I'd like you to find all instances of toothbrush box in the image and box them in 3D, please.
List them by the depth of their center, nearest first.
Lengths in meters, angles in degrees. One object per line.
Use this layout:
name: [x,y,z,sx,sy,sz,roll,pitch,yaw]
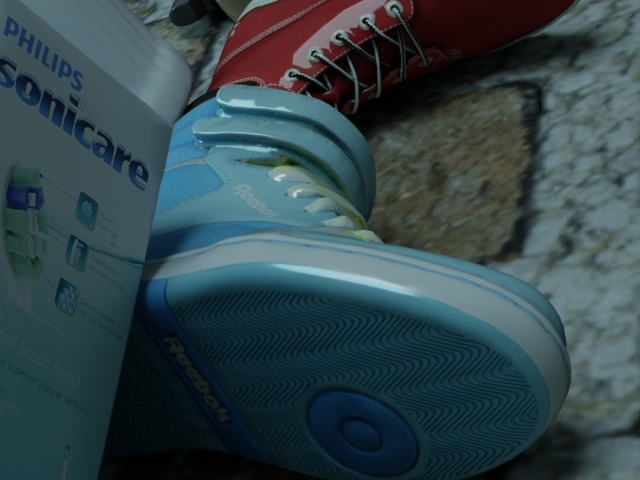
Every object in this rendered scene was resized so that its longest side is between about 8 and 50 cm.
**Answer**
toothbrush box: [-0.203,0.064,0.736,0.216,0.126,0.296,-6,60,33]

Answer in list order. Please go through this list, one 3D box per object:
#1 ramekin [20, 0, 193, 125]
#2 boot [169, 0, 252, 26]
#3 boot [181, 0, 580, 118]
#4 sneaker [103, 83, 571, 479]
ramekin: [-0.223,-0.068,1.051,0.277,0.135,0.277,-31,22,14]
boot: [-0.054,-0.187,1.285,0.118,0.042,0.087,-7,30,29]
boot: [0.030,-0.099,1.028,0.244,0.088,0.176,-15,29,33]
sneaker: [0.000,0.000,0.835,0.319,0.127,0.208,1,38,38]
